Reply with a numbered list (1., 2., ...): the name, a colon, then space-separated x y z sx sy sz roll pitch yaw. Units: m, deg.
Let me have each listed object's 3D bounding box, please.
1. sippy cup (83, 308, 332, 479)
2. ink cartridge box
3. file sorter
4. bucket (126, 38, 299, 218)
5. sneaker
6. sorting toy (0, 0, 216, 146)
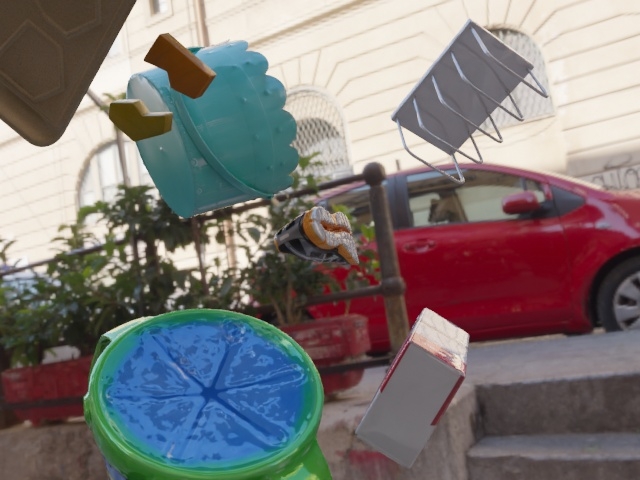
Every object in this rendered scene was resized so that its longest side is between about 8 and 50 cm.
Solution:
1. sippy cup: -0.129 0.232 0.653 0.239 0.224 0.306 1 32 -19
2. ink cartridge box: 0.100 0.143 0.616 0.063 0.109 0.150 29 12 12
3. file sorter: 0.321 -0.290 1.316 0.192 0.173 0.278 26 -55 -22
4. bucket: -0.183 -0.179 0.990 0.183 0.281 0.281 -26 2 -28
5. sneaker: 0.000 0.000 0.953 0.083 0.084 0.215 -22 -20 18
6. sorting toy: -0.261 -0.210 0.594 0.229 0.307 0.041 -47 7 25
